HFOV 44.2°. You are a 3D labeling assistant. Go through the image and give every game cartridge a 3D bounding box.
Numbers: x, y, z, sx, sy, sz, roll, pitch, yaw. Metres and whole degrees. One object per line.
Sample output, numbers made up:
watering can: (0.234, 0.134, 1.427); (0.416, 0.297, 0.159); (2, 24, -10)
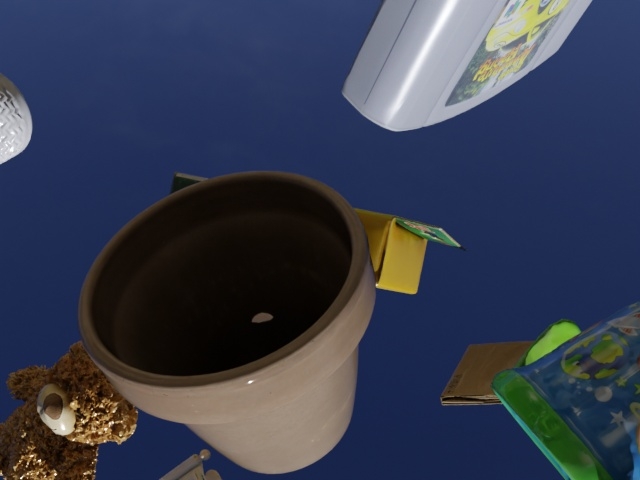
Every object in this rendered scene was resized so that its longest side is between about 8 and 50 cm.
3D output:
game cartridge: (0.143, -0.186, 0.590); (0.060, 0.196, 0.294); (47, -133, 13)

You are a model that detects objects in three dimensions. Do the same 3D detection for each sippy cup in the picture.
sippy cup: (0.361, 0.193, 0.932); (0.224, 0.240, 0.305); (-39, -122, 1)

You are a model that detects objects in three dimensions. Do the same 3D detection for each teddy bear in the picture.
teddy bear: (-0.395, 0.281, 1.122); (0.113, 0.338, 0.245); (21, -124, -39)

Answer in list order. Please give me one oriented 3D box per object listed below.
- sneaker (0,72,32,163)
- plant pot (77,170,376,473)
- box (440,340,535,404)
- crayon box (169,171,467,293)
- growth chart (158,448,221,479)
sneaker: (-0.296, -0.129, 0.588); (0.269, 0.101, 0.153); (13, -148, 20)
plant pot: (-0.065, 0.099, 0.753); (0.263, 0.229, 0.263); (-9, -137, 8)
box: (0.329, 0.244, 1.468); (0.165, 0.021, 0.201); (-8, -163, 29)
crayon box: (0.000, 0.000, 0.943); (0.319, 0.081, 0.202); (12, 177, 20)
growth chart: (-0.179, 0.442, 1.160); (0.021, 0.172, 0.237); (4, -120, -56)
